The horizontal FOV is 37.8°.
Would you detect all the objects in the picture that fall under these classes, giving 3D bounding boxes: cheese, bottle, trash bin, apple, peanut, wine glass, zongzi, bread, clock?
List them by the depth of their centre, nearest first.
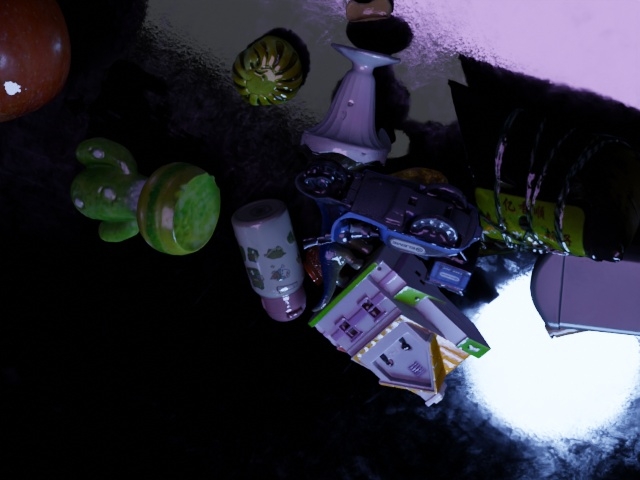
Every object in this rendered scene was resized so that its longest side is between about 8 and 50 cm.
[{"bbox_3d":[0.378,-0.136,1.617,0.383,0.319,0.362,-5,120,40],"label":"zongzi"},{"bbox_3d":[0.084,-0.411,1.654,0.083,0.030,0.044,0,98,22],"label":"cheese"},{"bbox_3d":[0.057,-0.243,1.663,0.165,0.165,0.196,13,103,9],"label":"wine glass"},{"bbox_3d":[-0.627,-0.355,1.712,0.349,0.348,0.277,-6,108,20],"label":"apple"},{"bbox_3d":[-0.102,-0.311,1.742,0.139,0.071,0.130,-8,120,21],"label":"bread"},{"bbox_3d":[0.512,0.084,1.743,0.236,0.101,0.176,7,108,20],"label":"trash bin"},{"bbox_3d":[0.145,-0.091,1.785,0.207,0.087,0.087,-8,116,22],"label":"peanut"},{"bbox_3d":[0.170,0.180,1.888,0.309,0.166,0.235,44,122,-2],"label":"clock"},{"bbox_3d":[-0.097,0.048,1.917,0.120,0.120,0.253,-4,118,19],"label":"bottle"}]

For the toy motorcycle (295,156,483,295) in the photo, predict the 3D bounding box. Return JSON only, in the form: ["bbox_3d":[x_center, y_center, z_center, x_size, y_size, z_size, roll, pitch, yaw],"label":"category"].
[{"bbox_3d":[0.119,-0.031,1.692,0.359,0.125,0.212,20,143,6],"label":"toy motorcycle"}]

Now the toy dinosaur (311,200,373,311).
[{"bbox_3d":[0.000,0.000,1.815,0.188,0.247,0.075,33,164,-4],"label":"toy dinosaur"}]

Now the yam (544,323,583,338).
[{"bbox_3d":[0.568,0.142,1.814,0.264,0.046,0.046,-18,112,24],"label":"yam"}]

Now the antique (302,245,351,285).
[{"bbox_3d":[0.018,0.040,1.889,0.104,0.104,0.104,7,120,13],"label":"antique"}]

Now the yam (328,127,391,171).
[{"bbox_3d":[0.074,-0.163,1.785,0.132,0.054,0.054,-28,108,27],"label":"yam"}]

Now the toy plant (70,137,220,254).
[{"bbox_3d":[-0.375,-0.085,1.916,0.316,0.184,0.224,16,119,26],"label":"toy plant"}]
